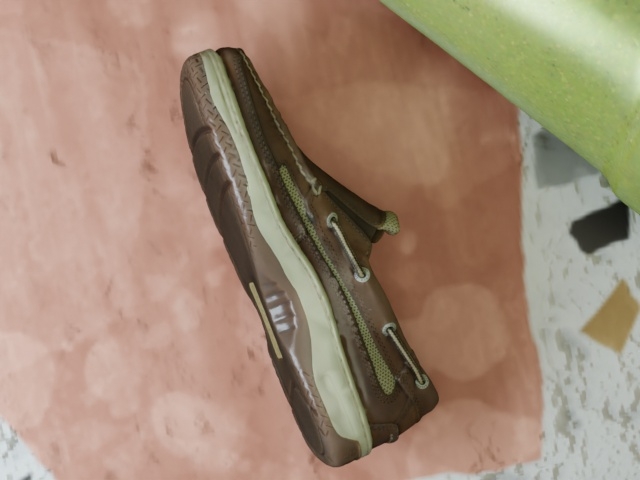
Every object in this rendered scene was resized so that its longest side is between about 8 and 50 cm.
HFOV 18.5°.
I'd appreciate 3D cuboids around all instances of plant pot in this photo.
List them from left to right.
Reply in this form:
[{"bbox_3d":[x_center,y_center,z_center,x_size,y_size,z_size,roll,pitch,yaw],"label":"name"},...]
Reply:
[{"bbox_3d":[0.159,-0.168,1.086,0.254,0.276,0.276,31,92,10],"label":"plant pot"}]

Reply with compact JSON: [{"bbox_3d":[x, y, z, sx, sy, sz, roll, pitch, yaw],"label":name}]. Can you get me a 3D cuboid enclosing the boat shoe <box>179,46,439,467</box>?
[{"bbox_3d":[-0.002,0.000,1.164,0.095,0.095,0.257,-22,99,-14],"label":"boat shoe"}]
